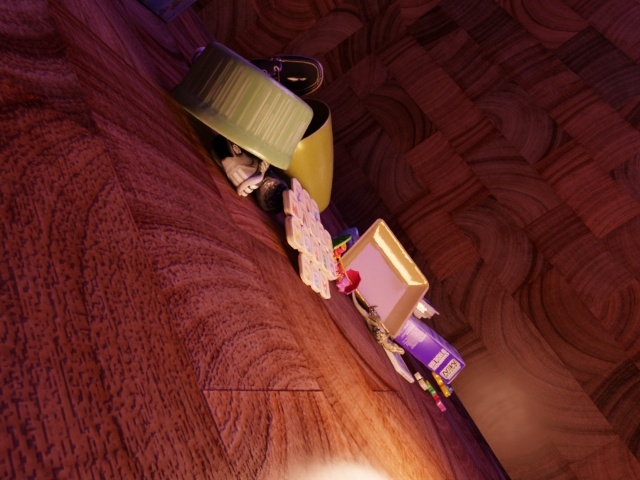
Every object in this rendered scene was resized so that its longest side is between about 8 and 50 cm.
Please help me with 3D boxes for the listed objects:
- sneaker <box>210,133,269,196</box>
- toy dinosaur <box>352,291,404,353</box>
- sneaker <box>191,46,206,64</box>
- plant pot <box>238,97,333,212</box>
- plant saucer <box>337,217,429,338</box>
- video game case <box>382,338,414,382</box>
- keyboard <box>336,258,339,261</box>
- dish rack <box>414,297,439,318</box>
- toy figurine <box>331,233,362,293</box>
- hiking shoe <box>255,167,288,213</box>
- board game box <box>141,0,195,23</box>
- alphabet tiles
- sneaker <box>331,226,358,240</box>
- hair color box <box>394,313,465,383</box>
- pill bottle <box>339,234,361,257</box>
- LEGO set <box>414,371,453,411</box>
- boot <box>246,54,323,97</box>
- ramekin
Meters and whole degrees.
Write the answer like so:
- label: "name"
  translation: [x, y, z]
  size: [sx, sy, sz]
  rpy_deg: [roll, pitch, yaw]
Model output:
- label: "sneaker"
  translation: [-0.187, -0.195, 1.083]
  size: [0.132, 0.086, 0.229]
  rpy_deg: [50, 10, -21]
- label: "toy dinosaur"
  translation: [0.169, 0.258, 1.492]
  size: [0.268, 0.064, 0.118]
  rpy_deg: [56, -7, 8]
- label: "sneaker"
  translation: [-0.334, -0.514, 1.552]
  size: [0.236, 0.095, 0.105]
  rpy_deg: [47, 17, -26]
- label: "plant pot"
  translation: [-0.073, -0.221, 1.408]
  size: [0.275, 0.274, 0.294]
  rpy_deg: [-116, -174, -49]
- label: "plant saucer"
  translation: [0.214, 0.135, 1.713]
  size: [0.333, 0.081, 0.333]
  rpy_deg: [53, 46, -7]
- label: "video game case"
  translation: [0.250, 0.389, 1.590]
  size: [0.143, 0.019, 0.157]
  rpy_deg: [47, 11, -48]
- label: "keyboard"
  translation: [0.000, 0.000, 1.649]
  size: [0.201, 0.033, 0.317]
  rpy_deg: [48, 10, -13]
- label: "dish rack"
  translation: [0.354, 0.222, 1.998]
  size: [0.285, 0.072, 0.333]
  rpy_deg: [39, 5, 5]
- label: "toy figurine"
  translation: [0.059, 0.087, 1.403]
  size: [0.159, 0.130, 0.173]
  rpy_deg: [64, 28, -9]
- label: "hiking shoe"
  translation: [-0.139, -0.137, 1.204]
  size: [0.114, 0.086, 0.227]
  rpy_deg: [47, -3, 9]
- label: "board game box"
  translation: [-0.512, -0.815, 1.475]
  size: [0.142, 0.144, 0.275]
  rpy_deg: [54, 6, -7]
- label: "alphabet tiles"
  translation: [-0.021, -0.007, 1.185]
  size: [0.284, 0.021, 0.278]
  rpy_deg: [47, 32, -58]
- label: "sneaker"
  translation: [0.195, 0.091, 2.043]
  size: [0.366, 0.150, 0.135]
  rpy_deg: [51, 9, -35]
- label: "hair color box"
  translation: [0.383, 0.382, 1.841]
  size: [0.338, 0.110, 0.185]
  rpy_deg: [38, 7, 2]
- label: "pill bottle"
  translation: [0.184, 0.047, 1.899]
  size: [0.208, 0.118, 0.118]
  rpy_deg: [8, 27, -17]
- label: "LEGO set"
  translation: [0.463, 0.586, 1.843]
  size: [0.227, 0.087, 0.093]
  rpy_deg: [49, 9, -35]
- label: "boot"
  translation: [-0.180, -0.457, 1.357]
  size: [0.284, 0.376, 0.138]
  rpy_deg: [-90, 179, -69]
- label: "ramekin"
  translation: [-0.163, -0.302, 1.060]
  size: [0.303, 0.148, 0.303]
  rpy_deg: [33, 9, -6]
